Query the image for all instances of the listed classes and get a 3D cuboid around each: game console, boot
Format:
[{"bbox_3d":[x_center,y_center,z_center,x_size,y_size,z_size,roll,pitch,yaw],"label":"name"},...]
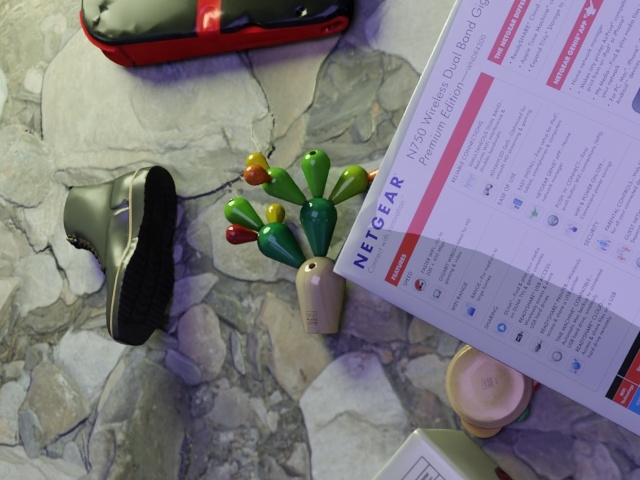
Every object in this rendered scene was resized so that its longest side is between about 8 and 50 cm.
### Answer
[{"bbox_3d":[-0.115,-0.398,1.096,0.342,0.060,0.387,-2,79,21],"label":"game console"},{"bbox_3d":[-0.234,0.021,1.058,0.137,0.077,0.198,-6,63,30],"label":"boot"}]

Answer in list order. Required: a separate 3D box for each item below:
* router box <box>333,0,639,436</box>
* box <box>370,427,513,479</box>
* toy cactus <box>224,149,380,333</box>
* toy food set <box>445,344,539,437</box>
[{"bbox_3d":[0.215,-0.058,0.762,0.301,0.082,0.335,29,102,18],"label":"router box"},{"bbox_3d":[0.132,0.285,0.780,0.232,0.127,0.148,44,100,27],"label":"box"},{"bbox_3d":[0.000,0.000,0.931,0.219,0.112,0.180,-2,89,16],"label":"toy cactus"},{"bbox_3d":[0.153,0.129,0.862,0.082,0.020,0.083,-34,66,16],"label":"toy food set"}]
